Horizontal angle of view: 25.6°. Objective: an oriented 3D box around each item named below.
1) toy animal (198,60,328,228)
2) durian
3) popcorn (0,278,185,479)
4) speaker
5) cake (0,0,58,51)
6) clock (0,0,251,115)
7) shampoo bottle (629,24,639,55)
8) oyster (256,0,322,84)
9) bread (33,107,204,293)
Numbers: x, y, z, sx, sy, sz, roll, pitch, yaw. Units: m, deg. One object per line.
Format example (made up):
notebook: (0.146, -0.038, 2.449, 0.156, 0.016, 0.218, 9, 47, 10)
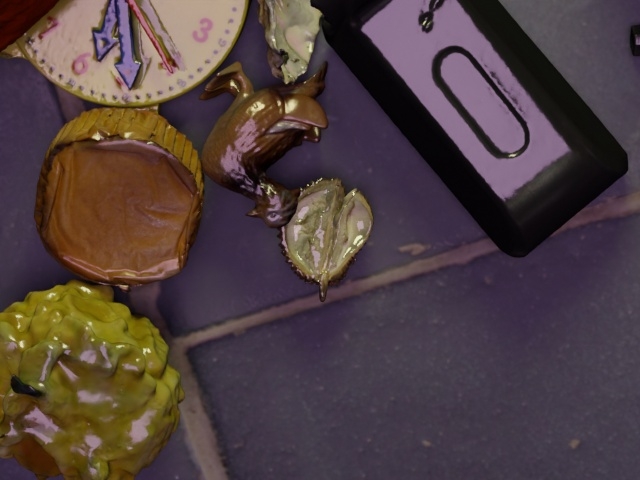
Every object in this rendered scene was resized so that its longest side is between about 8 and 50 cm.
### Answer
toy animal: (-0.046, -0.118, 1.557, 0.188, 0.089, 0.179, -33, 86, -13)
durian: (0.002, 0.000, 1.596, 0.111, 0.071, 0.140, 4, 86, -6)
popcorn: (-0.274, 0.165, 1.556, 0.249, 0.225, 0.249, -1, 95, -7)
speaker: (0.160, -0.159, 1.507, 0.180, 0.184, 0.388, -41, 99, 7)
cake: (-0.389, -0.362, 1.398, 0.270, 0.269, 0.319, -36, 84, 9)
clock: (-0.216, -0.279, 1.541, 0.277, 0.071, 0.293, 23, 100, -4)
shampoo bottle: (0.415, -0.227, 1.570, 0.137, 0.027, 0.048, -4, 92, 1)
oyster: (-0.044, -0.274, 1.522, 0.072, 0.133, 0.209, 4, 108, 23)
bread: (-0.219, -0.051, 1.557, 0.199, 0.104, 0.199, 1, 119, 1)
